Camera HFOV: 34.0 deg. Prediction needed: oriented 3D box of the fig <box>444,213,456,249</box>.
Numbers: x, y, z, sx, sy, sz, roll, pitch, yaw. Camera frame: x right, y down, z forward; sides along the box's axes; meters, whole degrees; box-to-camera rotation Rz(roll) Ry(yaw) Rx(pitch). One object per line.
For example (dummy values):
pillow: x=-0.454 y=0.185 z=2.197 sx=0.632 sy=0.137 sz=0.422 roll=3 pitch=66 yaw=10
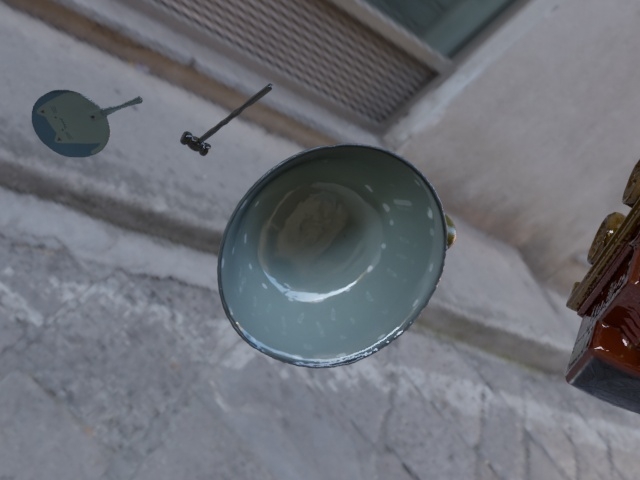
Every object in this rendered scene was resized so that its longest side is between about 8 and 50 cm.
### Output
fig: x=0.207 y=-0.019 z=1.883 sx=0.074 sy=0.074 sz=0.088 roll=35 pitch=34 yaw=-31

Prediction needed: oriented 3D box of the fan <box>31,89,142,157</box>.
fan: x=-0.327 y=-0.173 z=1.478 sx=0.005 sy=0.175 sz=0.113 roll=-82 pitch=150 yaw=-52

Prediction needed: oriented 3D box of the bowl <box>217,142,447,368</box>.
bowl: x=0.000 y=0.000 z=1.506 sx=0.337 sy=0.337 sz=0.157 roll=37 pitch=7 yaw=-28

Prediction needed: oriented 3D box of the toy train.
toy train: x=0.399 y=0.056 z=1.232 sx=0.163 sy=0.369 sz=0.231 roll=21 pitch=60 yaw=5

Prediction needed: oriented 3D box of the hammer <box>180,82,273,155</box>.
hammer: x=-0.170 y=-0.228 z=1.940 sx=0.058 sy=0.292 sz=0.029 roll=29 pitch=58 yaw=-24
